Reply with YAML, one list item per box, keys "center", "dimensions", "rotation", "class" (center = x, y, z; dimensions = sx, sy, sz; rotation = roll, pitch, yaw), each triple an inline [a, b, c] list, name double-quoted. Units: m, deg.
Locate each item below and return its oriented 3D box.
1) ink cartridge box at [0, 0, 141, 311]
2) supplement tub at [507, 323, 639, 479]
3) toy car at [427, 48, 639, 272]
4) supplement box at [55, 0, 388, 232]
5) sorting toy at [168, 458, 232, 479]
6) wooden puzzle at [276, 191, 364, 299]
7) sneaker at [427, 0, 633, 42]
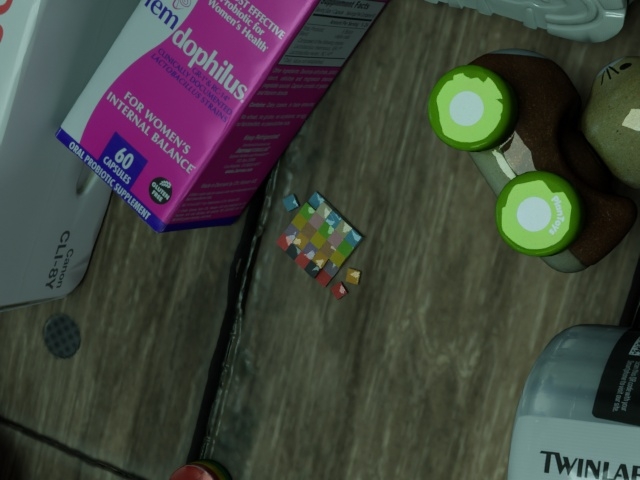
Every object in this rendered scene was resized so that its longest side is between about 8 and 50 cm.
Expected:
- center: [-0.338, -0.147, 1.278]
  dimensions: [0.384, 0.160, 0.279]
  rotation: [25, 106, 21]
  class: "ink cartridge box"
- center: [0.282, 0.156, 0.989]
  dimensions: [0.316, 0.193, 0.194]
  rotation: [4, 97, 26]
  class: "supplement tub"
- center: [0.184, -0.084, 1.043]
  dimensions: [0.188, 0.155, 0.149]
  rotation: [-34, 80, 15]
  class: "toy car"
- center: [-0.066, -0.125, 1.176]
  dimensions: [0.111, 0.114, 0.220]
  rotation: [42, 109, 17]
  class: "supplement box"
- center: [-0.161, 0.282, 1.301]
  dimensions: [0.132, 0.046, 0.274]
  rotation: [21, 105, 23]
  class: "sorting toy"
- center: [0.000, 0.000, 1.214]
  dimensions: [0.083, 0.006, 0.049]
  rotation: [43, 112, 16]
  class: "wooden puzzle"
- center: [0.106, -0.208, 1.098]
  dimensions: [0.235, 0.090, 0.095]
  rotation: [24, 68, 16]
  class: "sneaker"
